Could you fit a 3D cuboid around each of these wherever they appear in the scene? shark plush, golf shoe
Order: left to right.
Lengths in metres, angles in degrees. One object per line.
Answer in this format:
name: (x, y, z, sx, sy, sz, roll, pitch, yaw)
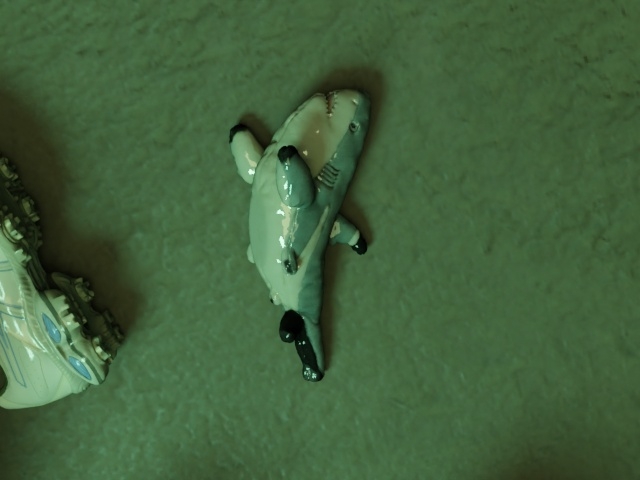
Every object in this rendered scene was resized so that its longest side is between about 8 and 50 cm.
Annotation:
golf shoe: (-0.187, 0.016, 0.922, 0.086, 0.069, 0.176, -29, 96, 13)
shark plush: (0.000, 0.000, 0.917, 0.067, 0.073, 0.161, -8, 96, -26)
